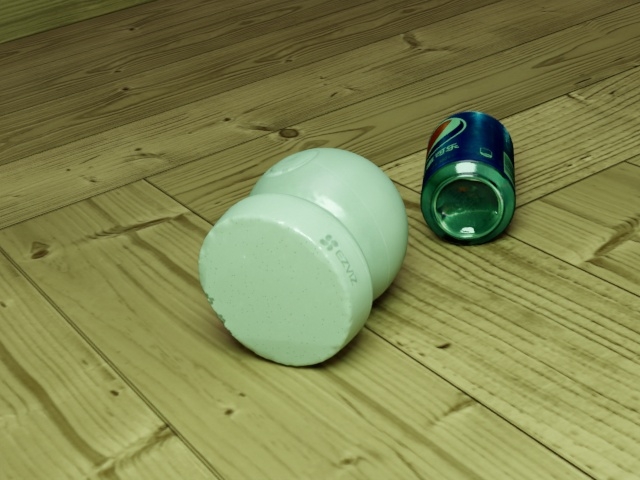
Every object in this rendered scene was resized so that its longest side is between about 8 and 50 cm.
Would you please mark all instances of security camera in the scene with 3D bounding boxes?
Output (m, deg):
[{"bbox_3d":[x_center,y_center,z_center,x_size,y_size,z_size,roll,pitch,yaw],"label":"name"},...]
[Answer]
[{"bbox_3d":[0.000,0.000,1.220,0.194,0.195,0.236,6,33,27],"label":"security camera"}]

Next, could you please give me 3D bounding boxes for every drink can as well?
[{"bbox_3d":[0.189,-0.085,1.418,0.118,0.118,0.205,-3,26,11],"label":"drink can"}]
